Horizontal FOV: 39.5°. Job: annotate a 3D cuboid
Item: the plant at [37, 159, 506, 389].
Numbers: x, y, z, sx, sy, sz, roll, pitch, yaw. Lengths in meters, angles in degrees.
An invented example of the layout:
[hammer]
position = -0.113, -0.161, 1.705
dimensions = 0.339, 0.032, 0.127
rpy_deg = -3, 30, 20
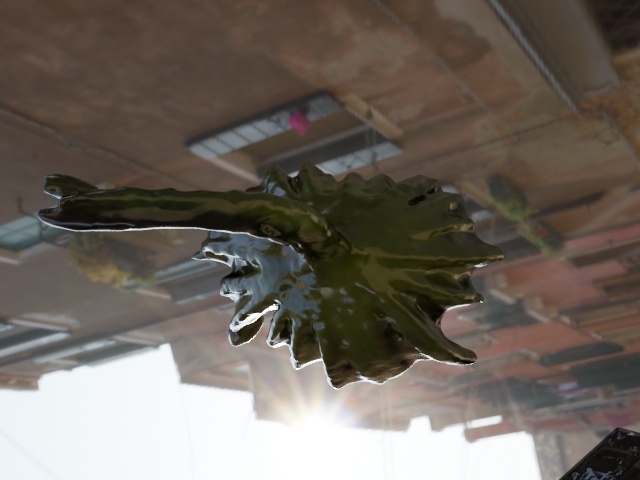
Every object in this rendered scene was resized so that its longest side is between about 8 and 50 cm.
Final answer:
[plant]
position = 0.001, 0.034, 0.590
dimensions = 0.333, 0.251, 0.180
rpy_deg = -28, -66, -80

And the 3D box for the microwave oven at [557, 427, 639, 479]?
[microwave oven]
position = 0.425, 0.371, 1.020
dimensions = 0.181, 0.295, 0.237
rpy_deg = -34, -77, -21
